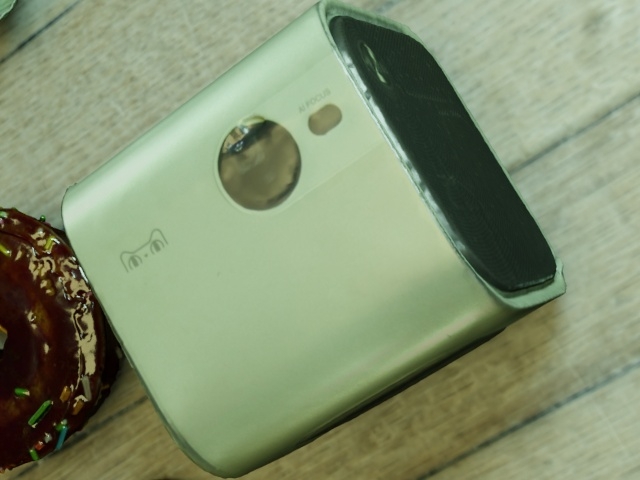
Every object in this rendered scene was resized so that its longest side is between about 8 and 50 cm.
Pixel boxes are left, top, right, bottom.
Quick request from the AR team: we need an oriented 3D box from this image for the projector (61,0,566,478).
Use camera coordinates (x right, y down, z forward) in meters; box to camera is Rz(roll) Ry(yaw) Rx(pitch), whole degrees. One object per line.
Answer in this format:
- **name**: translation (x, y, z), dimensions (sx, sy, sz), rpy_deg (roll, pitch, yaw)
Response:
- **projector**: translation (0.000, 0.000, 0.958), dimensions (0.249, 0.248, 0.248), rpy_deg (-34, 80, 20)

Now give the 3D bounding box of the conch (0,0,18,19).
- **conch**: translation (-0.344, -0.255, 1.162), dimensions (0.172, 0.131, 0.200), rpy_deg (-28, 97, -6)

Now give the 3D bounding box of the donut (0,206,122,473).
- **donut**: translation (-0.279, 0.085, 1.166), dimensions (0.235, 0.089, 0.235), rpy_deg (1, 93, 22)
